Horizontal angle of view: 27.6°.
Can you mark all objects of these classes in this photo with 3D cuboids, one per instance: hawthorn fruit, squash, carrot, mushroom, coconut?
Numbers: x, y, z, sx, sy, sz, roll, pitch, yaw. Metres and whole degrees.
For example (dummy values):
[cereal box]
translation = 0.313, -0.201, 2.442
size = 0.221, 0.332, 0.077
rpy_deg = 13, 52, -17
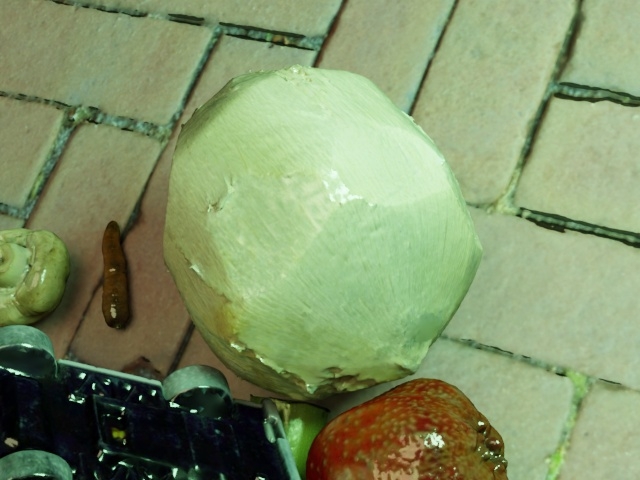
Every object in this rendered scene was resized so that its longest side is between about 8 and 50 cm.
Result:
[hawthorn fruit]
translation = 0.070, 0.260, 1.355
size = 0.253, 0.205, 0.205
rpy_deg = -25, 58, 19
[squash]
translation = -0.049, 0.272, 1.462
size = 0.095, 0.095, 0.188
rpy_deg = 3, 73, 25
[carrot]
translation = -0.268, 0.041, 1.698
size = 0.035, 0.036, 0.165
rpy_deg = -16, 58, 16
[mushroom]
translation = -0.394, 0.048, 1.703
size = 0.148, 0.112, 0.148
rpy_deg = -7, 59, 12
[coconut]
translation = 0.000, 0.000, 1.416
size = 0.346, 0.346, 0.360
rpy_deg = -40, 54, 1

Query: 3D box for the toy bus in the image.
[toy bus]
translation = -0.257, 0.252, 1.289
size = 0.249, 0.439, 0.209
rpy_deg = -56, 34, 27
